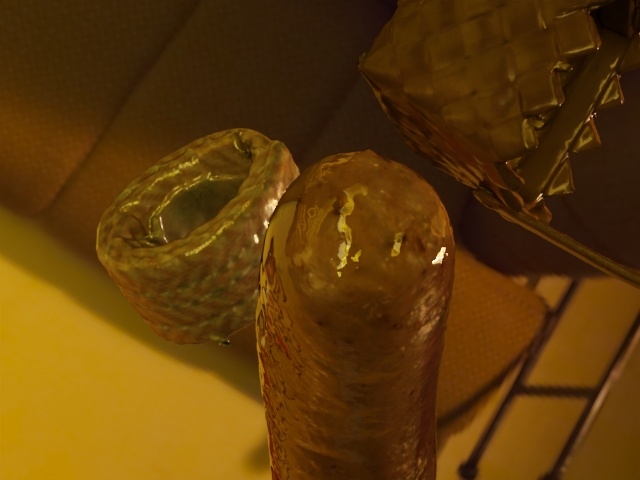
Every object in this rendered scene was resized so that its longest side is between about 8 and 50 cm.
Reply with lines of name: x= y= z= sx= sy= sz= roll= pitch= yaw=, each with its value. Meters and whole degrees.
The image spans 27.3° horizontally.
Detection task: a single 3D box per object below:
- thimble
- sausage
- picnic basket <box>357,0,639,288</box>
thimble: x=-0.121 y=-0.004 z=1.453 sx=0.196 sy=0.229 sz=0.148 roll=24 pitch=153 yaw=45
sausage: x=0.025 y=0.133 z=0.916 sx=0.136 sy=0.123 sz=0.500 roll=53 pitch=156 yaw=39
picnic basket: x=0.224 y=-0.129 z=1.151 sx=0.321 sy=0.254 sz=0.291 roll=29 pitch=178 yaw=18
